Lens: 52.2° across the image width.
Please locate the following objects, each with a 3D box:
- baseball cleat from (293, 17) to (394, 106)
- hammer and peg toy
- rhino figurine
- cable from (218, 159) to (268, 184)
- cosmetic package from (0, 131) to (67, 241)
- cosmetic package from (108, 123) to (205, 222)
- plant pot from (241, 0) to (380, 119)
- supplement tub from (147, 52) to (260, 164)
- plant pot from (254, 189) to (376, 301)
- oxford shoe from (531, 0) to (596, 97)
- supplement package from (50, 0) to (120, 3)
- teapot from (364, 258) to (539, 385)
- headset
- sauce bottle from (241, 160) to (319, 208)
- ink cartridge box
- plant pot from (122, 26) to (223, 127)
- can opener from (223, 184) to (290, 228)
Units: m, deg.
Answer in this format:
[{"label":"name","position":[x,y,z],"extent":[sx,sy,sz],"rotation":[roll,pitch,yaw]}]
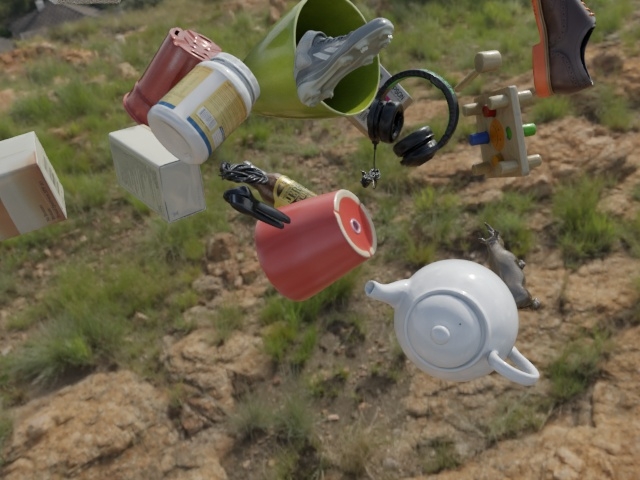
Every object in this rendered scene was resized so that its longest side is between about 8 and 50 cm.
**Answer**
[{"label":"baseball cleat","position":[0.020,-0.292,0.992],"extent":[0.072,0.206,0.110],"rotation":[-6,70,-46]},{"label":"hammer and peg toy","position":[0.517,-0.363,1.914],"extent":[0.127,0.362,0.266],"rotation":[-12,5,-9]},{"label":"rhino figurine","position":[0.453,0.063,1.597],"extent":[0.106,0.073,0.243],"rotation":[6,60,-52]},{"label":"cable","position":[-0.225,-0.189,1.921],"extent":[0.150,0.047,0.184],"rotation":[15,13,-17]},{"label":"cosmetic package","position":[-0.672,-0.080,1.277],"extent":[0.296,0.153,0.129],"rotation":[-21,44,-9]},{"label":"cosmetic package","position":[-0.432,-0.182,1.707],"extent":[0.113,0.160,0.309],"rotation":[-24,37,-32]},{"label":"plant pot","position":[-0.059,-0.396,1.529],"extent":[0.293,0.275,0.275],"rotation":[-7,28,45]},{"label":"supplement tub","position":[-0.229,-0.264,1.301],"extent":[0.144,0.144,0.200],"rotation":[23,63,34]},{"label":"plant pot","position":[0.000,0.000,1.751],"extent":[0.243,0.275,0.275],"rotation":[-24,28,29]},{"label":"oxford shoe","position":[0.406,-0.379,1.081],"extent":[0.098,0.272,0.097],"rotation":[1,14,31]},{"label":"supplement package","position":[-0.581,-0.680,1.539],"extent":[0.175,0.178,0.293],"rotation":[35,24,-1]},{"label":"teapot","position":[0.247,0.161,1.217],"extent":[0.256,0.253,0.187],"rotation":[-16,0,21]},{"label":"headset","position":[0.241,-0.312,1.909],"extent":[0.243,0.394,0.185],"rotation":[41,27,10]},{"label":"sauce bottle","position":[-0.109,-0.141,2.072],"extent":[0.344,0.111,0.111],"rotation":[29,45,6]},{"label":"ink cartridge box","position":[0.156,-0.456,2.097],"extent":[0.193,0.234,0.088],"rotation":[-50,38,6]},{"label":"plant pot","position":[-0.417,-0.475,1.971],"extent":[0.272,0.265,0.272],"rotation":[27,28,-16]},{"label":"can opener","position":[-0.148,-0.070,1.517],"extent":[0.059,0.186,0.073],"rotation":[-22,55,35]}]
